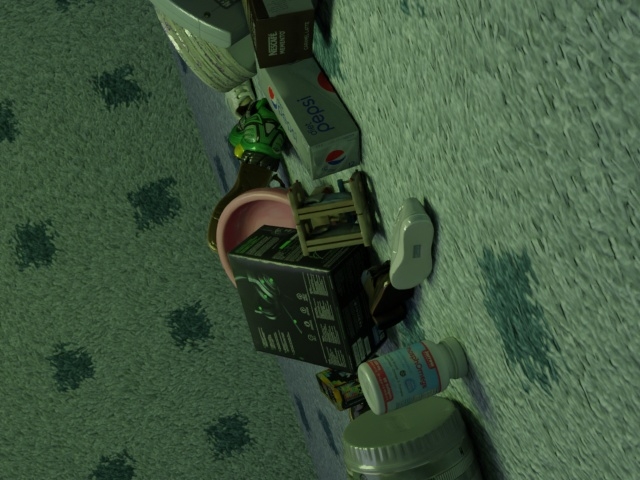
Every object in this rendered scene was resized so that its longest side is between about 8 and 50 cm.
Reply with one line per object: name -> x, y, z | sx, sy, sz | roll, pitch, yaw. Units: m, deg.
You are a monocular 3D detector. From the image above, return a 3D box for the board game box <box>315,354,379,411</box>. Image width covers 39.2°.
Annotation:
board game box -> 0.077, 0.300, 1.930 | 0.170, 0.141, 0.048 | -161, 51, -75

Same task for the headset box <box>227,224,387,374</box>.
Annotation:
headset box -> -0.034, 0.113, 1.822 | 0.283, 0.131, 0.246 | 7, 123, 36

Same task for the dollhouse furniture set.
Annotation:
dollhouse furniture set -> 0.033, -0.073, 1.682 | 0.184, 0.129, 0.129 | -60, -42, -65

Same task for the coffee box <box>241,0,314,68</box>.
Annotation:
coffee box -> -0.087, -0.441, 1.537 | 0.141, 0.098, 0.247 | 93, 163, -66

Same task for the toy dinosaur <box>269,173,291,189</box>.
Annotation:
toy dinosaur -> -0.090, -0.118, 2.296 | 0.112, 0.064, 0.211 | 41, 157, 6

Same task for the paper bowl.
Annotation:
paper bowl -> -0.217, -0.468, 1.899 | 0.284, 0.148, 0.284 | 54, -163, -25

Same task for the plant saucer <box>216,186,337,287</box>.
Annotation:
plant saucer -> -0.067, 0.026, 1.947 | 0.332, 0.084, 0.332 | 17, 128, 23

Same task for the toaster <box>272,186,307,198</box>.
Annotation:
toaster -> -0.103, -0.018, 2.123 | 0.129, 0.227, 0.146 | 24, 147, 10

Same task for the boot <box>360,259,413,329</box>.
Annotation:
boot -> 0.105, 0.077, 1.596 | 0.219, 0.082, 0.106 | 92, 154, -65

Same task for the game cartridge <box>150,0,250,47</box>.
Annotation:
game cartridge -> -0.217, -0.480, 1.662 | 0.294, 0.196, 0.060 | 41, 149, 17

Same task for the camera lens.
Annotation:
camera lens -> 0.168, 0.428, 1.516 | 0.219, 0.219, 0.274 | -160, 52, -75

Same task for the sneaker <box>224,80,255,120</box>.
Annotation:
sneaker -> -0.212, -0.402, 2.322 | 0.092, 0.087, 0.229 | 54, 168, 35

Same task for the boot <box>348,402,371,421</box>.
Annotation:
boot -> 0.102, 0.364, 2.107 | 0.137, 0.076, 0.198 | 96, 152, -53

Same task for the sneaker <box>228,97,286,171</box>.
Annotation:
sneaker -> -0.129, -0.262, 2.118 | 0.343, 0.134, 0.146 | -124, 54, -72

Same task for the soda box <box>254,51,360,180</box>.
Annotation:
soda box -> -0.026, -0.245, 1.643 | 0.091, 0.098, 0.286 | 83, 163, -51

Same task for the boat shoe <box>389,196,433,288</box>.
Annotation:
boat shoe -> 0.136, 0.006, 1.396 | 0.184, 0.066, 0.063 | 83, 178, -53

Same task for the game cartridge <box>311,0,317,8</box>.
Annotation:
game cartridge -> -0.020, -0.434, 1.521 | 0.083, 0.017, 0.056 | 88, 156, -56

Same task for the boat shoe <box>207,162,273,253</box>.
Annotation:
boat shoe -> -0.190, -0.087, 2.231 | 0.098, 0.109, 0.302 | 94, -165, -65

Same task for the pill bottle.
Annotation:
pill bottle -> 0.146, 0.209, 1.415 | 0.087, 0.160, 0.087 | 161, 90, -78
